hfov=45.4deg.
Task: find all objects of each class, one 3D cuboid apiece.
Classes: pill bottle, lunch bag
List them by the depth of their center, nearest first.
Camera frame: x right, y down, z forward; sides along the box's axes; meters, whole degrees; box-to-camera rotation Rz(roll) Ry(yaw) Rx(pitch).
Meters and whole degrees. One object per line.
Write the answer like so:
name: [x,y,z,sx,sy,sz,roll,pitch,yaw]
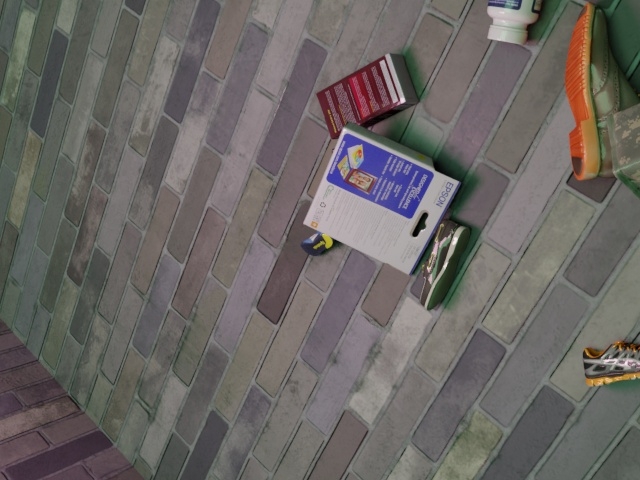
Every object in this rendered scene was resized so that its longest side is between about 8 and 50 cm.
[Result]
lunch bag: [0.703,-0.147,1.409,0.235,0.287,0.169,-24,47,39]
pill bottle: [0.419,-0.521,1.640,0.112,0.112,0.187,21,109,32]

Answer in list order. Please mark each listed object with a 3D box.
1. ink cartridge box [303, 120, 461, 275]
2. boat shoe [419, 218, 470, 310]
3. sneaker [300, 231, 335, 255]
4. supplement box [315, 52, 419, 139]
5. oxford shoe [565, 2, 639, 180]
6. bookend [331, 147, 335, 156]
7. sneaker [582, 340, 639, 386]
ink cartridge box: [0.147,-0.101,1.885,0.307,0.072,0.304,25,124,0]
boat shoe: [0.289,0.059,1.860,0.068,0.081,0.228,31,108,31]
sneaker: [0.000,0.000,2.079,0.053,0.059,0.144,46,145,-16]
supplement box: [0.114,-0.357,1.916,0.239,0.073,0.130,-21,85,36]
oxford shoe: [0.585,-0.307,1.576,0.132,0.130,0.364,-2,90,4]
bookend: [0.113,-0.159,1.952,0.157,0.072,0.156,9,115,24]
sneaker: [0.653,0.251,1.624,0.214,0.084,0.083,-24,79,37]
